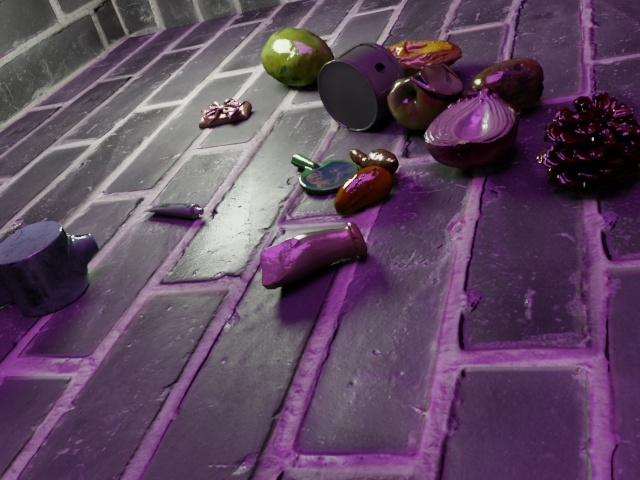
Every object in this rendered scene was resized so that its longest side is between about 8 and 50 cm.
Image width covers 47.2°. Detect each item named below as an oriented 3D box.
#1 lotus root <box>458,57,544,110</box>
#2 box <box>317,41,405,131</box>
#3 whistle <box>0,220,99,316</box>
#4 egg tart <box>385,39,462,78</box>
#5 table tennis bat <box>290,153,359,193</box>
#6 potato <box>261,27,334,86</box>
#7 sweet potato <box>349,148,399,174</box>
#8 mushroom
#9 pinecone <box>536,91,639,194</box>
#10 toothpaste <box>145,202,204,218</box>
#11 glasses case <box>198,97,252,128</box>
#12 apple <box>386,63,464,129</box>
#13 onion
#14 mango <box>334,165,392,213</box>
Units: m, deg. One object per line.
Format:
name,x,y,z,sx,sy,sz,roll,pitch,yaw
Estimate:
lotus root,0.477,-0.404,1.979,0.278,0.154,0.154,-25,31,-10
box,0.123,-0.459,2.182,0.226,0.226,0.149,14,43,42
whistle,-0.765,0.083,1.835,0.405,0.168,0.188,-13,31,9
egg tart,0.283,-0.548,2.319,0.342,0.132,0.341,-7,23,3
table tennis bat,-0.002,-0.190,2.002,0.160,0.039,0.257,-29,34,-22
potato,-0.086,-0.663,2.655,0.216,0.215,0.304,-31,30,-20
sweet potato,0.148,-0.203,1.912,0.075,0.074,0.269,-27,21,-15
mushroom,-0.022,0.027,1.601,0.247,0.096,0.108,-20,8,-8
pinecone,0.581,-0.216,1.567,0.222,0.221,0.221,-14,31,8
toothpaste,-0.402,-0.087,2.048,0.218,0.041,0.064,7,27,40
glasses case,-0.348,-0.449,2.576,0.194,0.070,0.102,-8,33,17
apple,0.299,-0.400,2.052,0.207,0.173,0.188,3,17,37
onion,0.396,-0.276,1.834,0.227,0.120,0.283,6,46,31
mango,0.099,-0.129,1.800,0.159,0.084,0.105,-24,25,-10
